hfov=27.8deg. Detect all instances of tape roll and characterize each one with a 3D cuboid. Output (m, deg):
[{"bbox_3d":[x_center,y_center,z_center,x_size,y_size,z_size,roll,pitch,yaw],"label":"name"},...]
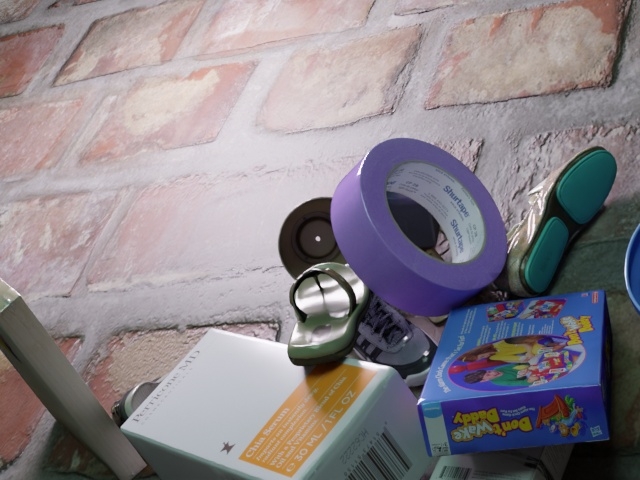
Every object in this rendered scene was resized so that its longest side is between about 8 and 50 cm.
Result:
[{"bbox_3d":[0.154,-0.022,1.998,0.090,0.275,0.275,-46,18,44],"label":"tape roll"}]

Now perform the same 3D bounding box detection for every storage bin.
[{"bbox_3d":[0.147,-0.041,2.169,0.091,0.135,0.098,0,43,16],"label":"storage bin"}]

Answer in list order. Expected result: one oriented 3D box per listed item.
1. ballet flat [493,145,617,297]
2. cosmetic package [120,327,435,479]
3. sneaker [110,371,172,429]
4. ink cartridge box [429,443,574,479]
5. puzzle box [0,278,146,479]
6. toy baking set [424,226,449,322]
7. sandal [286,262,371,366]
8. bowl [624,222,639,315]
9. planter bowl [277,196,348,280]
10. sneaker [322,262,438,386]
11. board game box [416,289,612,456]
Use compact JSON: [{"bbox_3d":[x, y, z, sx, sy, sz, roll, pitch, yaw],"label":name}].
[{"bbox_3d":[0.366,-0.038,2.095,0.106,0.107,0.316,-3,40,51],"label":"ballet flat"},{"bbox_3d":[-0.066,0.281,1.865,0.453,0.161,0.230,5,47,52],"label":"cosmetic package"},{"bbox_3d":[-0.300,0.285,2.103,0.118,0.083,0.222,-29,-4,12],"label":"sneaker"},{"bbox_3d":[0.241,0.315,1.748,0.148,0.086,0.203,1,44,36],"label":"ink cartridge box"},{"bbox_3d":[-0.452,0.197,2.079,0.052,0.409,0.272,-41,38,-17],"label":"puzzle box"},{"bbox_3d":[0.205,0.029,2.173,0.197,0.030,0.256,9,49,40],"label":"toy baking set"},{"bbox_3d":[0.006,0.088,1.883,0.120,0.086,0.303,-17,17,8],"label":"sandal"},{"bbox_3d":[0.635,0.032,1.847,0.391,0.077,0.391,-18,36,14],"label":"bowl"},{"bbox_3d":[0.000,0.000,2.258,0.162,0.162,0.109,-31,10,-4],"label":"planter bowl"},{"bbox_3d":[0.083,0.124,2.032,0.101,0.153,0.268,-40,37,-15],"label":"sneaker"},{"bbox_3d":[0.277,0.174,1.773,0.233,0.078,0.347,-8,16,16],"label":"board game box"}]
